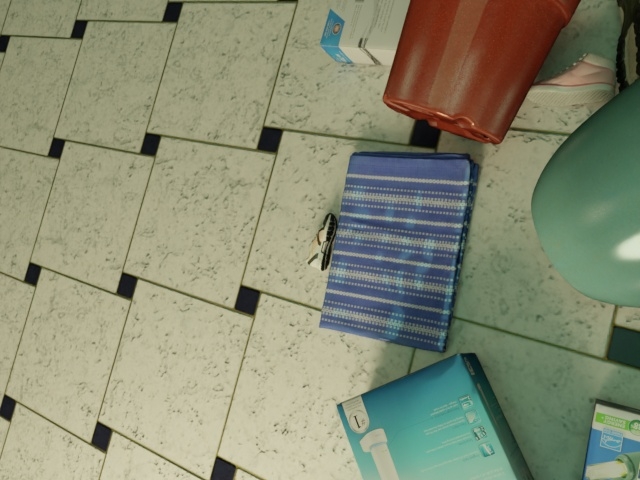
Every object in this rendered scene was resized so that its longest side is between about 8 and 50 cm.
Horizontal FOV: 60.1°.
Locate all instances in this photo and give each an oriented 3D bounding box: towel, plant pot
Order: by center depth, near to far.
[{"bbox_3d":[0.418,-0.049,0.693,0.235,0.293,0.293,-37,63,47],"label":"plant pot"},{"bbox_3d":[0.234,-0.306,0.857,0.272,0.272,0.265,26,100,29],"label":"plant pot"},{"bbox_3d":[0.129,0.008,0.962,0.243,0.040,0.336,8,84,29],"label":"towel"}]

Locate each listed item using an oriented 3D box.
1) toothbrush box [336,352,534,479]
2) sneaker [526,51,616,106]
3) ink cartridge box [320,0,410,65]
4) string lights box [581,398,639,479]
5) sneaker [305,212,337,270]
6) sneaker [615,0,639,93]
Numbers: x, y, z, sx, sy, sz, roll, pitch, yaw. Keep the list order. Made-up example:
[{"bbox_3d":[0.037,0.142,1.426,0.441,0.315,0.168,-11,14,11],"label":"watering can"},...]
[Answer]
[{"bbox_3d":[0.185,0.343,0.819,0.216,0.126,0.296,-30,68,19],"label":"toothbrush box"},{"bbox_3d":[0.393,-0.253,0.867,0.134,0.051,0.070,8,78,40],"label":"sneaker"},{"bbox_3d":[0.112,-0.404,1.025,0.190,0.082,0.140,15,88,27],"label":"ink cartridge box"},{"bbox_3d":[0.412,0.358,0.727,0.133,0.076,0.260,9,85,27],"label":"string lights box"},{"bbox_3d":[0.000,0.000,1.029,0.043,0.040,0.109,14,87,31],"label":"sneaker"},{"bbox_3d":[0.535,-0.372,0.789,0.181,0.158,0.411,3,85,12],"label":"sneaker"}]
